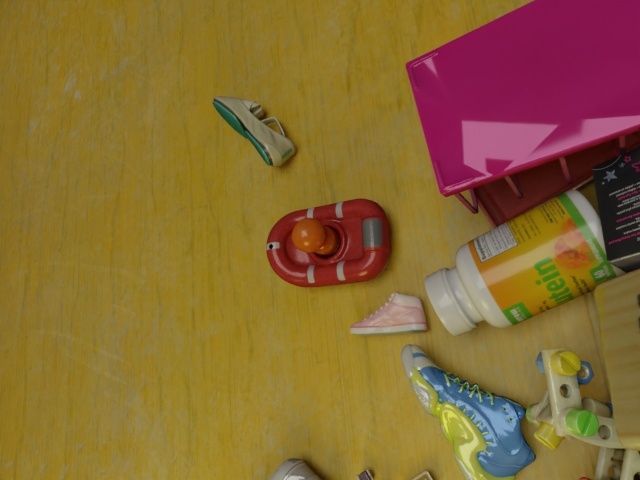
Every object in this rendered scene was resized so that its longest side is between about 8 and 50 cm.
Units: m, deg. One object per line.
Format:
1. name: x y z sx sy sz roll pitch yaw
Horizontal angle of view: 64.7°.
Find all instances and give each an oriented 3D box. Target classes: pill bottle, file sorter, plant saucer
1. pill bottle: 0.282 0.043 0.727 0.246 0.136 0.136 -30 65 21
2. file sorter: 0.303 -0.180 0.686 0.291 0.182 0.202 -19 71 26
3. plant saucer: 0.333 -0.177 0.803 0.259 0.048 0.258 -35 64 20

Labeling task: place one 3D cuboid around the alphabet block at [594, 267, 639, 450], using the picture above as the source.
1. alphabet block: 0.441 0.120 0.519 0.197 0.193 0.193 133 149 -58

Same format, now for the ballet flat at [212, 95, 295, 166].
1. ballet flat: -0.139 -0.248 1.085 0.086 0.086 0.248 -48 61 12

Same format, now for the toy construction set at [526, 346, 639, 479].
1. toy construction set: 0.318 0.311 0.615 0.215 0.151 0.327 22 89 -3

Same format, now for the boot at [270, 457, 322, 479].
1. boot: -0.063 0.510 0.841 0.123 0.095 0.258 25 91 39

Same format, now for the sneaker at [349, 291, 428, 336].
1. sneaker: 0.113 0.125 0.859 0.134 0.051 0.070 -10 72 25

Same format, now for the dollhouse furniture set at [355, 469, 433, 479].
1. dollhouse furniture set: 0.110 0.383 0.780 0.114 0.081 0.091 -41 62 16

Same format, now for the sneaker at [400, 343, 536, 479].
1. sneaker: 0.224 0.243 0.754 0.126 0.091 0.240 -33 71 7

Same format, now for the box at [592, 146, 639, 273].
1. box: 0.471 -0.042 0.561 0.247 0.163 0.142 -27 47 50

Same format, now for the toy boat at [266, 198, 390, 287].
1. toy boat: 0.000 0.000 0.893 0.231 0.151 0.150 -10 73 28
